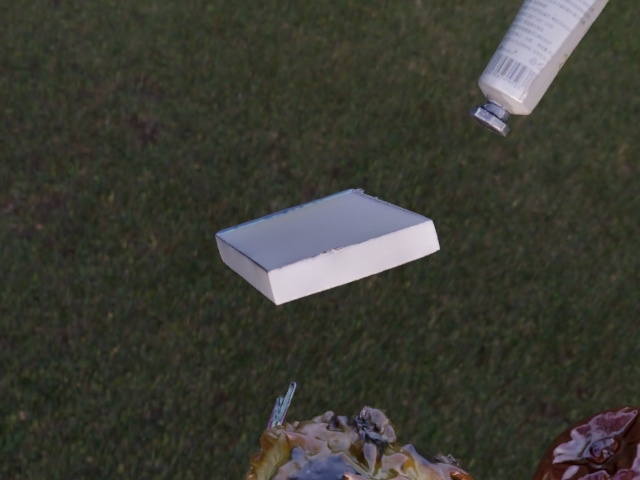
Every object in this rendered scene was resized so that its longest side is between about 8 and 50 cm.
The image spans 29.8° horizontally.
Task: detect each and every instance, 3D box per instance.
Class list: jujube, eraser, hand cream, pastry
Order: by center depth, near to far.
[{"bbox_3d":[0.000,0.000,0.743,0.103,0.023,0.150,-18,14,-13],"label":"eraser"},{"bbox_3d":[0.166,-0.160,0.824,0.067,0.042,0.194,33,90,26],"label":"hand cream"},{"bbox_3d":[0.311,0.290,1.162,0.213,0.213,0.232,-43,116,-36],"label":"jujube"},{"bbox_3d":[0.019,0.390,1.255,0.337,0.405,0.292,32,18,-10],"label":"pastry"}]

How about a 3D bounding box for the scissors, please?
[{"bbox_3d":[-0.074,0.292,1.804,0.020,0.133,0.187,28,43,-7],"label":"scissors"}]
